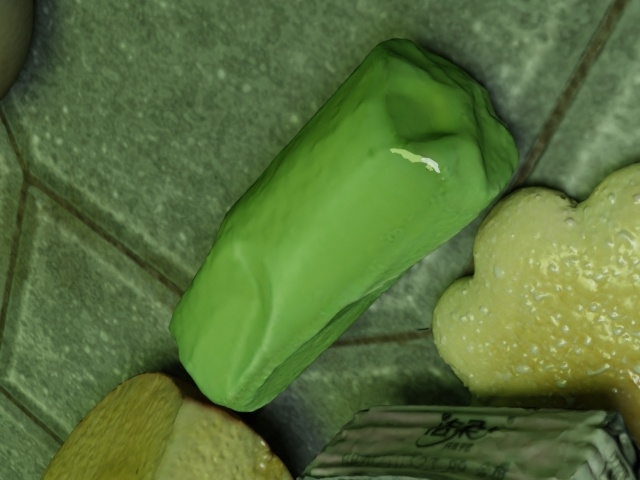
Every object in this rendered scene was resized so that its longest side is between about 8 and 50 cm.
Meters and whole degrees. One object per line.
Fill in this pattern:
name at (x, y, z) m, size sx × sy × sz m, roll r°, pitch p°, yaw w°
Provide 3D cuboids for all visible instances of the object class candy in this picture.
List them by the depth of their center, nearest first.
candy at (0.000, 0.000, 0.665) m, size 0.142 × 0.132 × 0.343 m, roll 39°, pitch 128°, yaw -5°

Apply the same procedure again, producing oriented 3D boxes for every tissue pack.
tissue pack at (0.166, 0.289, 0.643) m, size 0.259 × 0.122 × 0.361 m, roll -13°, pitch 113°, yaw 47°

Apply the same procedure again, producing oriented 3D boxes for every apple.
apple at (-0.166, 0.296, 0.835) m, size 0.309 × 0.252 × 0.314 m, roll -20°, pitch 92°, yaw 59°

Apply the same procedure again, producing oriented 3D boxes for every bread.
bread at (0.220, 0.097, 0.608) m, size 0.316 × 0.054 × 0.316 m, roll 16°, pitch 119°, yaw 31°

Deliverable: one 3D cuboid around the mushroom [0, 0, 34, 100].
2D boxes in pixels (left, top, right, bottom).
mushroom at (-0.427, -0.243, 0.807) m, size 0.290 × 0.293 × 0.292 m, roll 57°, pitch 137°, yaw 44°
